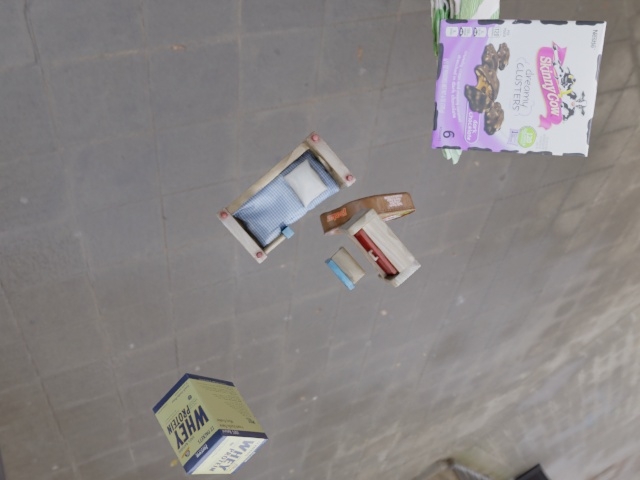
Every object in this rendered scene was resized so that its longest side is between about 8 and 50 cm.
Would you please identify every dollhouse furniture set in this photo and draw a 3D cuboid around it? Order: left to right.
[{"bbox_3d":[0.000,0.000,0.678,0.129,0.183,0.129,-42,-174,-4],"label":"dollhouse furniture set"}]

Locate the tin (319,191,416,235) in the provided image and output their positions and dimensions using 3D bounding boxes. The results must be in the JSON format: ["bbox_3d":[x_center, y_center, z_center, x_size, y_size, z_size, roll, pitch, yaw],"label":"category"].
[{"bbox_3d":[0.076,-0.043,0.999,0.106,0.040,0.190,-16,177,36],"label":"tin"}]

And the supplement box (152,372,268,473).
[{"bbox_3d":[-0.115,0.193,0.667,0.056,0.083,0.083,-47,146,8],"label":"supplement box"}]

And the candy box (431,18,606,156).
[{"bbox_3d":[0.250,-0.198,0.820,0.070,0.196,0.164,-44,137,-69],"label":"candy box"}]

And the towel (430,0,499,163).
[{"bbox_3d":[0.242,-0.313,0.997,0.247,0.038,0.324,-57,151,-28],"label":"towel"}]
